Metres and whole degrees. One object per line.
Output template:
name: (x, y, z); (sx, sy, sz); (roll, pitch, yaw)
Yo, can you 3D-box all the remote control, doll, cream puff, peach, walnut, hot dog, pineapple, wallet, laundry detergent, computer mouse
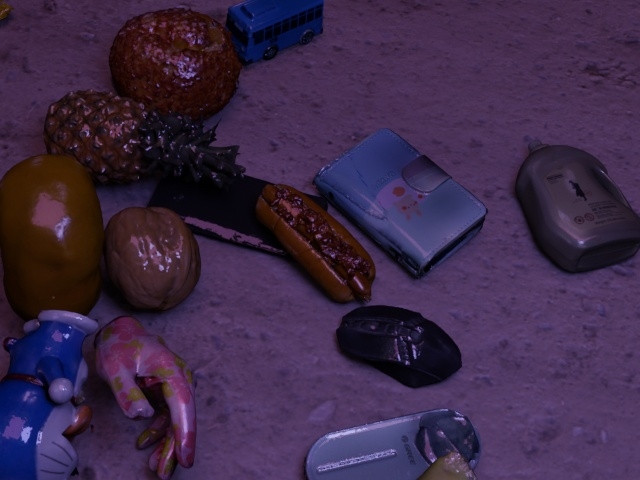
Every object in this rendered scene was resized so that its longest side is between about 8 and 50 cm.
remote control: (0.099, 0.295, 1.282); (0.247, 0.052, 0.104); (-9, 54, -12)
doll: (-0.368, 0.218, 1.234); (0.161, 0.215, 0.257); (24, 63, -15)
cream puff: (-0.257, -0.319, 1.679); (0.239, 0.164, 0.240); (5, 47, -5)
peach: (-0.387, -0.002, 1.361); (0.153, 0.251, 0.251); (3, 51, -10)
walnut: (-0.249, 0.024, 1.410); (0.166, 0.149, 0.167); (33, 42, -35)
hot dog: (0.000, 0.000, 1.472); (0.102, 0.076, 0.249); (-33, 73, -35)
pineapple: (-0.265, -0.154, 1.513); (0.340, 0.169, 0.169); (9, 50, 18)
wallet: (-0.137, -0.054, 1.557); (0.285, 0.030, 0.146); (16, 52, 8)
laundry detergent: (0.417, -0.073, 1.574); (0.181, 0.091, 0.253); (-12, 53, -15)
computer mouse: (0.118, 0.149, 1.394); (0.192, 0.062, 0.106); (19, 52, 9)
wallet: (0.133, -0.067, 1.558); (0.176, 0.075, 0.250); (-36, 63, -24)

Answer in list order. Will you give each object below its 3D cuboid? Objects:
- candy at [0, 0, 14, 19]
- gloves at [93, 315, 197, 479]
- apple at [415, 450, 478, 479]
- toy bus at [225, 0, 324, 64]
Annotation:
candy: (-0.756, -0.483, 1.821); (0.297, 0.081, 0.187); (42, 60, 13)
gloves: (-0.219, 0.206, 1.270); (0.126, 0.145, 0.241); (-32, 52, -24)
apple: (0.157, 0.420, 1.151); (0.193, 0.120, 0.265); (-26, 54, -7)
toy bus: (-0.090, -0.419, 1.801); (0.184, 0.106, 0.090); (-29, 62, -24)
